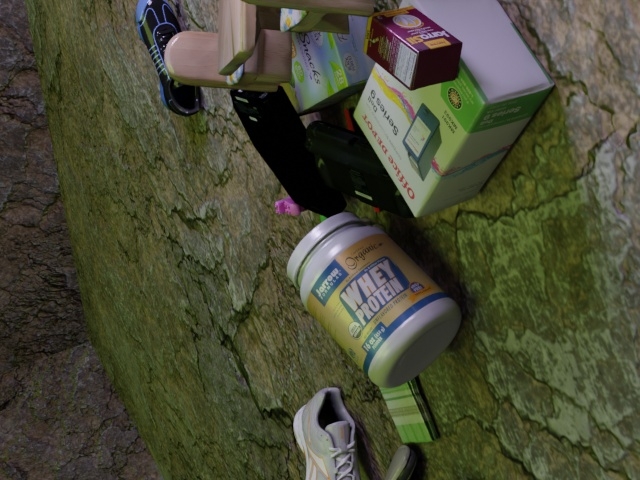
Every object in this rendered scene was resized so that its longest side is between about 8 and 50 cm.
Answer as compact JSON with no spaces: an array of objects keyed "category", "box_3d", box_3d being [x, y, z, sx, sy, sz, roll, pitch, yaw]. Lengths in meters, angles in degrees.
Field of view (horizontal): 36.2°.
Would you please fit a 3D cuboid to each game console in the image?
[{"category":"game console","box_3d":[0.012,-0.102,1.302,0.361,0.044,0.213,27,154,51]}]

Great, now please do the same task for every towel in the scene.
[{"category":"towel","box_3d":[0.120,0.224,1.439,0.152,0.023,0.113,67,159,4]}]

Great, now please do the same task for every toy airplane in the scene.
[{"category":"toy airplane","box_3d":[0.060,-0.104,1.310,0.151,0.028,0.151,48,149,41]}]

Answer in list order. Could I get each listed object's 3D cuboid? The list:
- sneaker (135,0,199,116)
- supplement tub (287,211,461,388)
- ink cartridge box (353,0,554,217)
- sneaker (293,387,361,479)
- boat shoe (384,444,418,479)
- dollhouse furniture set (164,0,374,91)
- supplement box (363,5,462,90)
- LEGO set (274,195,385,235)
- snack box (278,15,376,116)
[{"category":"sneaker","box_3d":[-0.274,-0.342,1.821,0.090,0.081,0.232,29,140,54]},{"category":"supplement tub","box_3d":[0.065,0.073,1.248,0.199,0.144,0.144,46,148,25]},{"category":"ink cartridge box","box_3d":[0.131,-0.148,1.037,0.154,0.093,0.212,62,155,20]},{"category":"sneaker","box_3d":[0.024,0.366,1.631,0.121,0.099,0.262,114,144,-46]},{"category":"boat shoe","box_3d":[0.127,0.388,1.519,0.065,0.075,0.206,21,135,5]},{"category":"dollhouse furniture set","box_3d":[-0.121,-0.385,1.050,0.362,0.257,0.394,172,100,-73]},{"category":"supplement box","box_3d":[0.086,-0.183,0.930,0.083,0.055,0.043,47,142,38]},{"category":"LEGO set","box_3d":[0.000,0.000,1.439,0.227,0.093,0.087,30,134,57]},{"category":"snack box","box_3d":[-0.005,-0.267,1.280,0.207,0.070,0.174,-14,94,66]}]
